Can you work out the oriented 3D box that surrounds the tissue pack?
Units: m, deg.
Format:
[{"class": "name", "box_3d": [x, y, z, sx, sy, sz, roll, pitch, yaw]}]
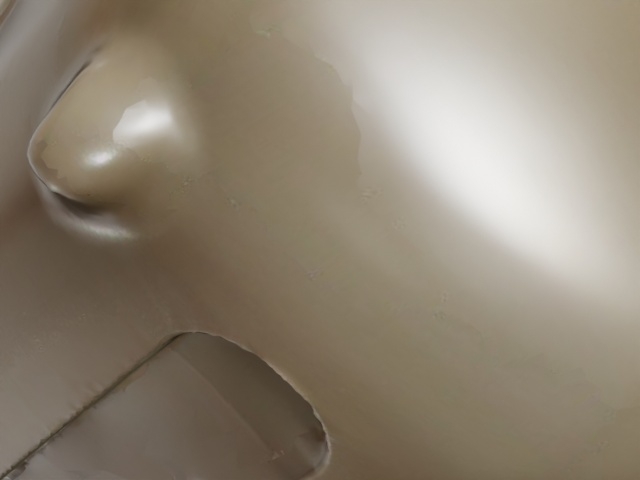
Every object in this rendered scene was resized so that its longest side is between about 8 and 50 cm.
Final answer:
[{"class": "tissue pack", "box_3d": [0.000, 0.000, 0.631, 0.277, 0.267, 0.387, -46, 6, -36]}]
